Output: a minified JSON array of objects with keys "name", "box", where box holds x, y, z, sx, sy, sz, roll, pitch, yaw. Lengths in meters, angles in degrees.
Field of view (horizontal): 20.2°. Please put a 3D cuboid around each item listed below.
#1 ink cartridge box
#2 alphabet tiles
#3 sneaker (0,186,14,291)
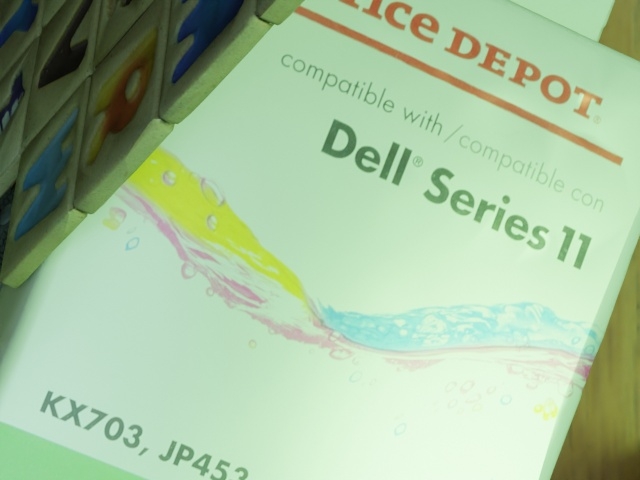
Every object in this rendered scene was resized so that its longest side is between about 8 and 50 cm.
[{"name":"ink cartridge box","box":[0.000,0.000,0.688,0.207,0.119,0.353,23,81,-13]},{"name":"alphabet tiles","box":[-0.040,-0.152,0.610,0.011,0.342,0.285,22,52,-25]},{"name":"sneaker","box":[-0.175,0.071,0.772,0.115,0.105,0.281,-4,99,28]}]
